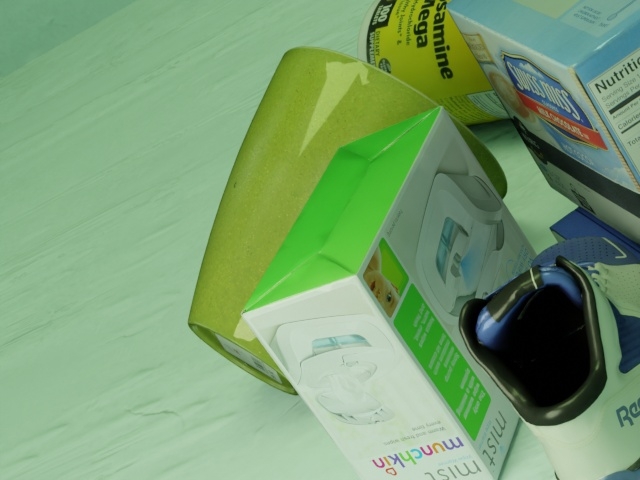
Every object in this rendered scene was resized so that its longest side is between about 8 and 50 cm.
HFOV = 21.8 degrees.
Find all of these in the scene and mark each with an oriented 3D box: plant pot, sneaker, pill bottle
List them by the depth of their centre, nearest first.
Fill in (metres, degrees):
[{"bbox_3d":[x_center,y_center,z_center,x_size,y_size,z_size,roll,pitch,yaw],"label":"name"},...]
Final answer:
[{"bbox_3d":[0.198,0.065,1.284,0.127,0.182,0.315,-27,28,18],"label":"sneaker"},{"bbox_3d":[0.000,0.000,1.702,0.293,0.275,0.275,-57,26,-14],"label":"plant pot"},{"bbox_3d":[0.212,-0.235,1.946,0.334,0.188,0.188,-6,35,52],"label":"pill bottle"}]

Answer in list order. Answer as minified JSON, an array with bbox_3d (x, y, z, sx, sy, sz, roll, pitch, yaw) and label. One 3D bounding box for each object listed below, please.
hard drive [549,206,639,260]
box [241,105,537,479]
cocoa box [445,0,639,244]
[{"bbox_3d":[0.382,-0.065,1.528,0.319,0.040,0.210,-35,20,-2],"label":"hard drive"},{"bbox_3d":[0.078,0.058,1.443,0.127,0.231,0.262,-20,24,33],"label":"box"},{"bbox_3d":[0.300,-0.157,1.468,0.231,0.228,0.347,-35,21,-1],"label":"cocoa box"}]
